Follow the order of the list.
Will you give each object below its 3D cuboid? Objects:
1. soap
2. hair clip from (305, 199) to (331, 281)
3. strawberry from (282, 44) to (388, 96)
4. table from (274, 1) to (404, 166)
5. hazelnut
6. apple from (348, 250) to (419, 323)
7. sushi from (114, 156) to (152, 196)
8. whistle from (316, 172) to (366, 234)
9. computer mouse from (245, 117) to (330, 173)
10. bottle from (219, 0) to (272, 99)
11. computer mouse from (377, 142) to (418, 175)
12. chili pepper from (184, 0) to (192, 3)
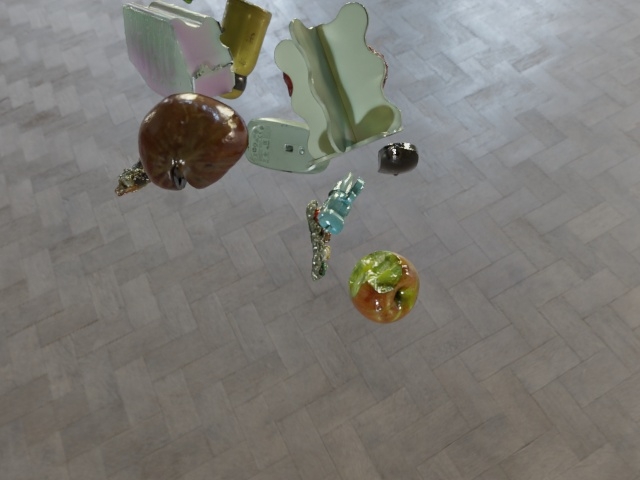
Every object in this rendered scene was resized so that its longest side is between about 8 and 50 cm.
[{"bbox_3d":[-0.454,-0.589,1.471,0.156,0.262,0.446,-23,43,-37],"label":"soap"},{"bbox_3d":[0.002,0.001,1.841,0.091,0.322,0.138,-3,16,9],"label":"hair clip"},{"bbox_3d":[0.026,-0.409,1.184,0.273,0.274,0.221,14,81,13],"label":"strawberry"},{"bbox_3d":[0.024,-0.236,0.706,0.166,0.166,0.199,-22,99,-8],"label":"table"},{"bbox_3d":[-0.287,-0.221,1.041,0.251,0.217,0.217,-13,59,3],"label":"hazelnut"},{"bbox_3d":[0.203,0.152,1.561,0.246,0.246,0.226,-43,38,-19],"label":"apple"},{"bbox_3d":[-0.683,-0.248,1.752,0.097,0.103,0.226,36,65,3],"label":"sushi"},{"bbox_3d":[0.057,-0.123,1.512,0.093,0.186,0.274,36,48,-15],"label":"whistle"},{"bbox_3d":[-0.099,-0.295,1.443,0.288,0.160,0.097,13,21,19],"label":"computer mouse"},{"bbox_3d":[-0.317,-0.708,1.736,0.171,0.171,0.351,32,111,21],"label":"bottle"},{"bbox_3d":[0.335,-0.330,2.010,0.168,0.295,0.087,-3,75,3],"label":"computer mouse"},{"bbox_3d":[-0.251,-0.457,0.764,0.050,0.073,0.182,-36,55,4],"label":"chili pepper"}]
